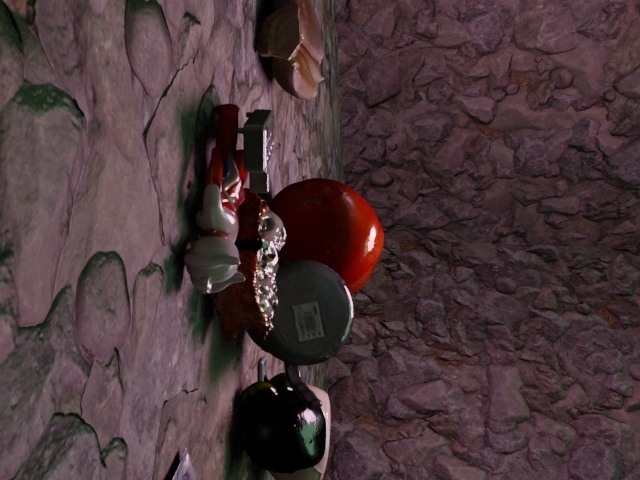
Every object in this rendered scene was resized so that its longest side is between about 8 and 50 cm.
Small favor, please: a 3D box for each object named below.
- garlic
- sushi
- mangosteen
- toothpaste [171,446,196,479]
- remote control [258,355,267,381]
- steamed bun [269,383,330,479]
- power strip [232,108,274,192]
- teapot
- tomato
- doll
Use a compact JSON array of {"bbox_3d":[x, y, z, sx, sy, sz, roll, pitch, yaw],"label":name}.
[{"bbox_3d":[-0.071,-0.517,1.649,0.325,0.132,0.279,6,87,-80],"label":"garlic"},{"bbox_3d":[-0.142,0.042,1.273,0.130,0.124,0.332,53,34,-45],"label":"sushi"},{"bbox_3d":[-0.094,0.438,1.520,0.243,0.243,0.243,2,90,-83],"label":"mangosteen"},{"bbox_3d":[-0.223,0.516,1.107,0.114,0.073,0.299,-70,153,-65],"label":"toothpaste"},{"bbox_3d":[-0.156,0.378,1.720,0.053,0.018,0.124,-51,142,-77],"label":"remote control"},{"bbox_3d":[-0.077,0.538,1.742,0.283,0.177,0.283,-173,-90,-83],"label":"steamed bun"},{"bbox_3d":[-0.122,-0.165,1.200,0.216,0.061,0.145,-87,177,-72],"label":"power strip"},{"bbox_3d":[-0.045,0.199,1.447,0.305,0.223,0.285,52,-20,-6],"label":"teapot"},{"bbox_3d":[0.000,0.000,1.681,0.290,0.325,0.293,-57,173,-16],"label":"tomato"},{"bbox_3d":[-0.179,-0.066,1.153,0.188,0.099,0.384,82,7,-51],"label":"doll"}]
